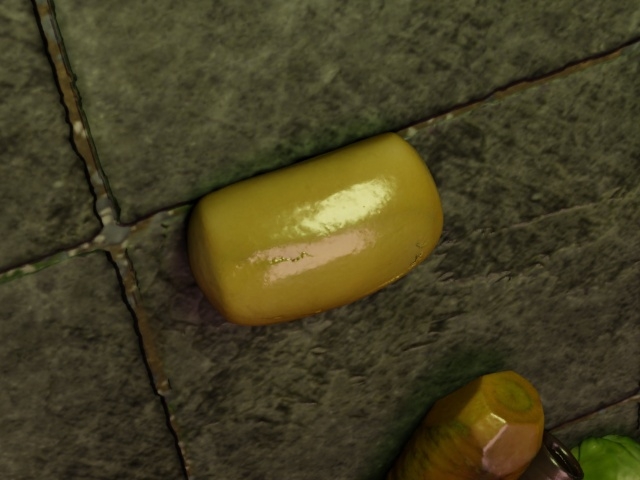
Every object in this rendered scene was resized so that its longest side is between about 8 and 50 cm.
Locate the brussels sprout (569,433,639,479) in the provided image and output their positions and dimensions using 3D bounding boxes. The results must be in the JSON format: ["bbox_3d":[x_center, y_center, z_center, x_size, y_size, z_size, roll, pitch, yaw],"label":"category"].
[{"bbox_3d":[0.321,0.300,1.808,0.149,0.122,0.151,-5,131,-21],"label":"brussels sprout"}]

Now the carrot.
[{"bbox_3d":[0.118,0.256,1.669,0.114,0.114,0.302,8,130,-34],"label":"carrot"}]

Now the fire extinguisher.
[{"bbox_3d":[0.189,0.307,1.785,0.231,0.071,0.099,-47,147,19],"label":"fire extinguisher"}]

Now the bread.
[{"bbox_3d":[0.000,0.000,1.366,0.217,0.098,0.147,-23,134,-8],"label":"bread"}]
